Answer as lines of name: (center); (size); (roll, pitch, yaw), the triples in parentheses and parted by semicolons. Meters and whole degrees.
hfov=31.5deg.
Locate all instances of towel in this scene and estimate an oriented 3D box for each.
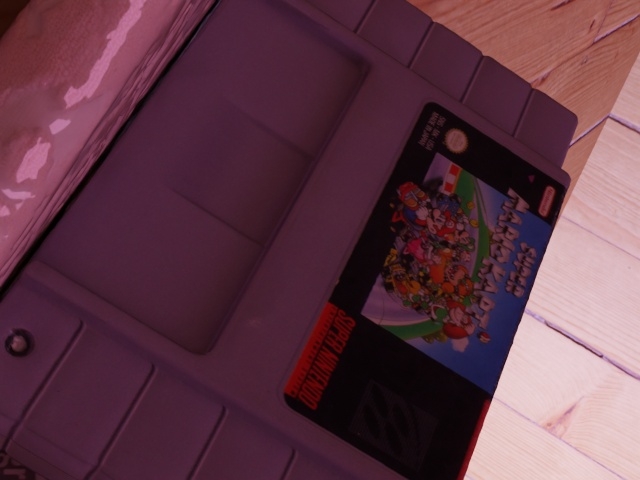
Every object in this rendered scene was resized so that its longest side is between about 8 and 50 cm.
towel: (-0.139, -0.041, 0.570); (0.331, 0.053, 0.317); (-57, -172, 0)

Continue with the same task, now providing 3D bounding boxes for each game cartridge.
game cartridge: (0.000, 0.000, 0.591); (0.355, 0.230, 0.068); (-62, -177, -37)

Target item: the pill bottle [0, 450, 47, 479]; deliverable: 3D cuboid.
pill bottle: (-0.097, 0.175, 0.622); (0.319, 0.176, 0.176); (-9, 146, -7)
